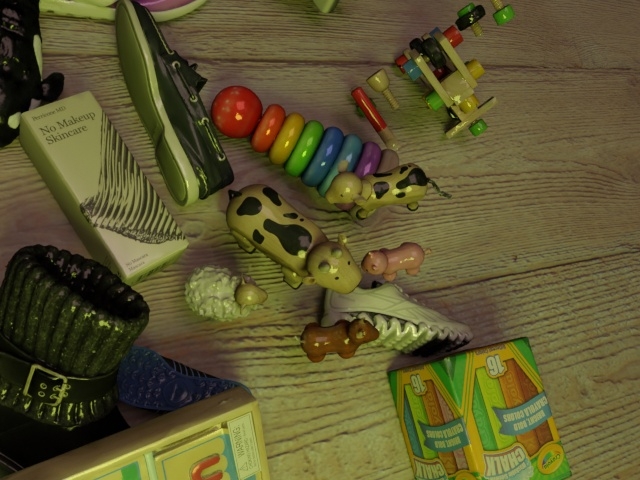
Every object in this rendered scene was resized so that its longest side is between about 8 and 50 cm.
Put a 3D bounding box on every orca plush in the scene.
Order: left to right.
[{"bbox_3d":[-0.434,-0.281,0.844,0.151,0.102,0.287,28,75,-18],"label":"orca plush"}]

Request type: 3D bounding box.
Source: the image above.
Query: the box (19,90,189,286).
[{"bbox_3d":[-0.317,-0.070,0.865,0.113,0.094,0.275,-34,89,-32],"label":"box"}]

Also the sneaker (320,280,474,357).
[{"bbox_3d":[0.138,0.130,1.019,0.292,0.110,0.118,13,57,-23],"label":"sneaker"}]

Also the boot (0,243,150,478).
[{"bbox_3d":[-0.257,0.189,0.706,0.348,0.131,0.260,32,96,-12],"label":"boot"}]

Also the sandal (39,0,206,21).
[{"bbox_3d":[-0.356,-0.455,0.984,0.417,0.102,0.169,-17,80,-31],"label":"sandal"}]

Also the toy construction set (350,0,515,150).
[{"bbox_3d":[0.234,-0.277,1.167,0.309,0.257,0.237,-39,104,-12],"label":"toy construction set"}]

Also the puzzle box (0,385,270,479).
[{"bbox_3d":[-0.174,0.401,0.681,0.272,0.052,0.408,-16,107,-29],"label":"puzzle box"}]

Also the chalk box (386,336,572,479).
[{"bbox_3d":[0.259,0.324,0.957,0.180,0.179,0.288,-9,75,-28],"label":"chalk box"}]

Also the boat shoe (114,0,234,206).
[{"bbox_3d":[-0.228,-0.228,0.950,0.113,0.127,0.339,-20,83,-31],"label":"boat shoe"}]

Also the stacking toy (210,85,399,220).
[{"bbox_3d":[-0.034,-0.168,1.027,0.331,0.141,0.141,28,61,-10],"label":"stacking toy"}]

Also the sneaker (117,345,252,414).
[{"bbox_3d":[-0.204,0.214,0.833,0.233,0.090,0.081,18,64,4],"label":"sneaker"}]

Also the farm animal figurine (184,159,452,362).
[{"bbox_3d":[0.000,0.000,0.872,0.327,0.172,0.330,20,74,5],"label":"farm animal figurine"}]

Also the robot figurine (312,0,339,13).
[{"bbox_3d":[-0.037,-0.625,1.149,0.300,0.200,0.353,-34,89,-26],"label":"robot figurine"}]
